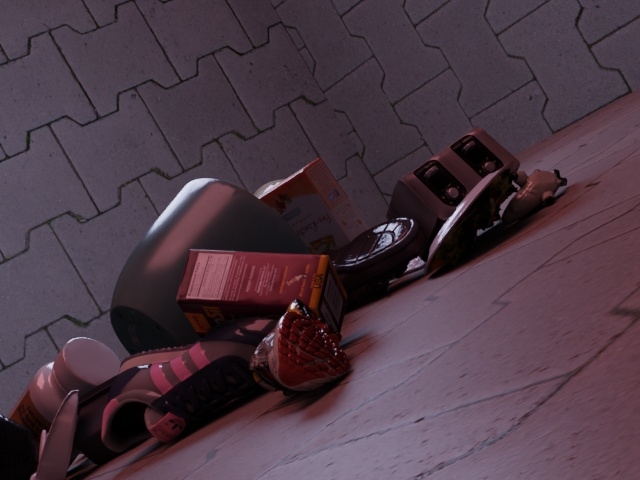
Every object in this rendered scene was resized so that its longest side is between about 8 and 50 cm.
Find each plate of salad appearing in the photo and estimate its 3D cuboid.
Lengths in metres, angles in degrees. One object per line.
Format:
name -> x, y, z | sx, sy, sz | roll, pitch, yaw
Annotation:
plate of salad -> 0.214, -0.025, 1.685 | 0.200, 0.048, 0.200 | -48, -13, -14

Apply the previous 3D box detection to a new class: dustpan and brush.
dustpan and brush -> -0.391, 0.325, 1.720 | 0.211, 0.060, 0.147 | -102, 27, -57

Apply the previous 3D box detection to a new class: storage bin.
storage bin -> -0.300, 0.272, 1.790 | 0.135, 0.098, 0.091 | -29, 29, 23

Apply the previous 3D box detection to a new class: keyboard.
keyboard -> 0.143, 0.044, 2.023 | 0.072, 0.014, 0.256 | -31, 1, -23

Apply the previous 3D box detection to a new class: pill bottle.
pill bottle -> -0.411, 0.266, 1.918 | 0.229, 0.131, 0.131 | -52, -10, 29

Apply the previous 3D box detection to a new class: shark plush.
shark plush -> 0.317, -0.074, 1.790 | 0.161, 0.073, 0.067 | -42, -21, -55

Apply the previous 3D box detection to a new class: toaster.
toaster -> 0.203, -0.066, 1.856 | 0.168, 0.110, 0.186 | -34, -19, -20

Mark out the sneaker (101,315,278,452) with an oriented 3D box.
sneaker -> -0.152, 0.194, 1.526 | 0.319, 0.112, 0.131 | -24, 33, 37

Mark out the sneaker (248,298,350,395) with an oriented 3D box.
sneaker -> -0.026, 0.130, 1.276 | 0.093, 0.088, 0.225 | -51, 0, 3

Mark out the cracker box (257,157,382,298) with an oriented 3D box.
cracker box -> 0.000, 0.000, 1.991 | 0.155, 0.232, 0.067 | -31, 7, 41

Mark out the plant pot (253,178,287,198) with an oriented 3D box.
plant pot -> -0.085, 0.058, 2.362 | 0.256, 0.256, 0.274 | -29, 18, 41

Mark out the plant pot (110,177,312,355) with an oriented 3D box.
plant pot -> -0.177, 0.090, 1.841 | 0.235, 0.293, 0.293 | -47, 10, -31

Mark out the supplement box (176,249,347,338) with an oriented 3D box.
supplement box -> -0.073, 0.073, 1.522 | 0.188, 0.081, 0.104 | 2, -32, 18

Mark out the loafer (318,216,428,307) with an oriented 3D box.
loafer -> 0.067, 0.050, 1.879 | 0.302, 0.095, 0.109 | -25, 23, 45

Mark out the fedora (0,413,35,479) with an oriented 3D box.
fedora -> -0.528, 0.333, 1.793 | 0.152, 0.334, 0.334 | 9, -27, -39
